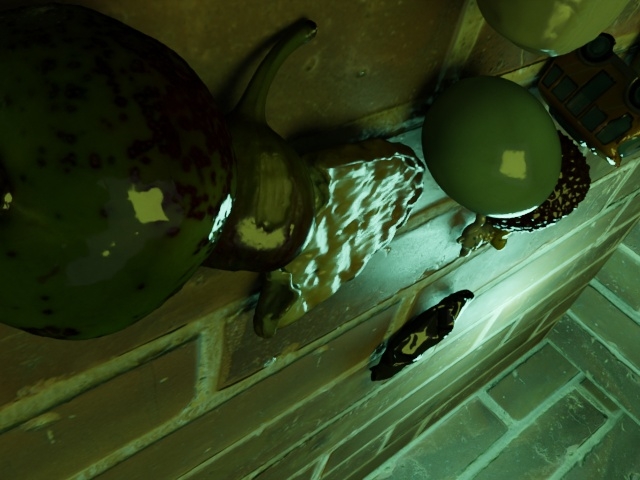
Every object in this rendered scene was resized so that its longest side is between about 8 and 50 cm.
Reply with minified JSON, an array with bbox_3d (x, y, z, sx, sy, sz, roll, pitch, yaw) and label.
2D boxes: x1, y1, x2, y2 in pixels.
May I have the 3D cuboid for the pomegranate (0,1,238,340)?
[{"bbox_3d":[-0.155,-0.050,0.413,0.214,0.214,0.248,-54,-176,18],"label":"pomegranate"}]

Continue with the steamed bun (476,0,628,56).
[{"bbox_3d":[0.254,-0.307,0.609,0.250,0.155,0.200,-30,153,-37],"label":"steamed bun"}]

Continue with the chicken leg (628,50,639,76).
[{"bbox_3d":[0.662,-0.382,1.069,0.429,0.202,0.152,73,38,-54],"label":"chicken leg"}]

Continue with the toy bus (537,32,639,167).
[{"bbox_3d":[0.444,-0.218,0.940,0.136,0.209,0.126,-43,156,21],"label":"toy bus"}]

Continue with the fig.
[{"bbox_3d":[-0.059,-0.090,0.550,0.149,0.149,0.245,5,104,-55],"label":"fig"}]

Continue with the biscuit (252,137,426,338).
[{"bbox_3d":[0.000,0.000,0.791,0.335,0.078,0.329,-50,155,12],"label":"biscuit"}]

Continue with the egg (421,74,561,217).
[{"bbox_3d":[0.232,-0.121,0.807,0.168,0.168,0.231,-48,130,8],"label":"egg"}]

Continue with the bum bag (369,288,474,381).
[{"bbox_3d":[0.247,0.231,1.433,0.326,0.079,0.142,-42,156,-5],"label":"bum bag"}]

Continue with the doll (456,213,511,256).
[{"bbox_3d":[0.330,-0.021,1.223,0.113,0.071,0.135,-26,147,6],"label":"doll"}]

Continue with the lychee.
[{"bbox_3d":[0.331,-0.110,0.975,0.188,0.188,0.188,-32,151,-21],"label":"lychee"}]
